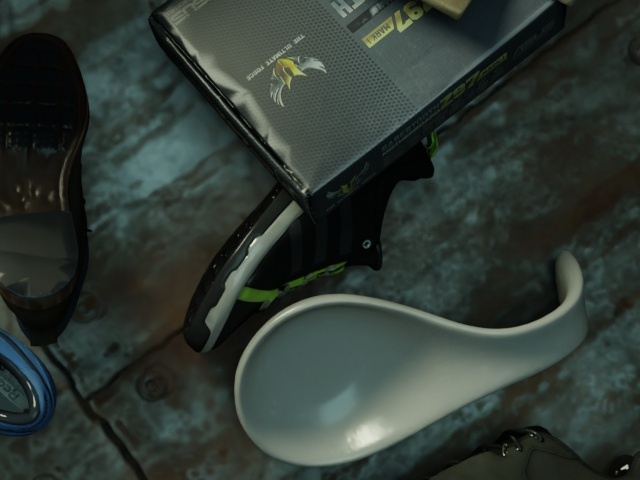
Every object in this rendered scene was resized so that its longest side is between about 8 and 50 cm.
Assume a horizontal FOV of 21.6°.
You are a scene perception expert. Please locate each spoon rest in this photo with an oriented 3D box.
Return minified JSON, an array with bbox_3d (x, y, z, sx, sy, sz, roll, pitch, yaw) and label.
[{"bbox_3d":[0.072,0.080,1.199,0.276,0.084,0.137,-18,117,-12],"label":"spoon rest"}]

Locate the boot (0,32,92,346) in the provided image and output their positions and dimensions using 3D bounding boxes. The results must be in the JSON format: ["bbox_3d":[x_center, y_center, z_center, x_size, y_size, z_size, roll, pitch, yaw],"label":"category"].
[{"bbox_3d":[-0.201,-0.034,1.175,0.082,0.106,0.219,1,60,-6],"label":"boot"}]

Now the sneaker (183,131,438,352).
[{"bbox_3d":[0.000,0.000,1.197,0.097,0.084,0.234,40,82,-8],"label":"sneaker"}]

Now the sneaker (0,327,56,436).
[{"bbox_3d":[-0.271,0.063,1.149,0.209,0.082,0.069,35,85,-6],"label":"sneaker"}]

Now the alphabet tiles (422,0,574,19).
[{"bbox_3d":[0.061,-0.302,1.174,0.343,0.011,0.285,30,59,6],"label":"alphabet tiles"}]

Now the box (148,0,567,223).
[{"bbox_3d":[0.026,-0.152,1.167,0.233,0.059,0.183,-38,71,-7],"label":"box"}]

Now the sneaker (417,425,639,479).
[{"bbox_3d":[0.120,0.196,1.216,0.286,0.109,0.130,8,77,-17],"label":"sneaker"}]
